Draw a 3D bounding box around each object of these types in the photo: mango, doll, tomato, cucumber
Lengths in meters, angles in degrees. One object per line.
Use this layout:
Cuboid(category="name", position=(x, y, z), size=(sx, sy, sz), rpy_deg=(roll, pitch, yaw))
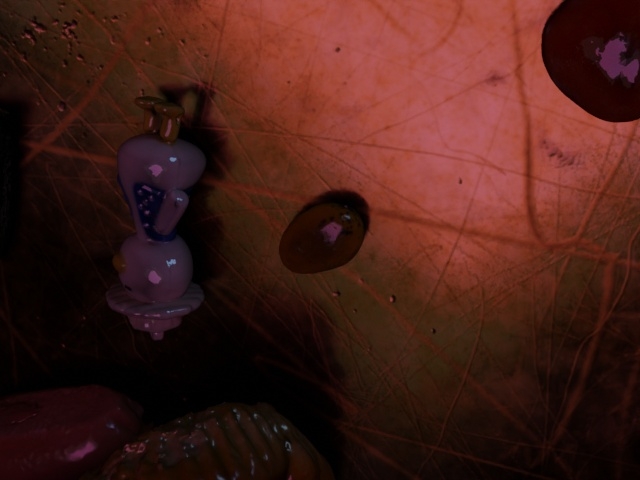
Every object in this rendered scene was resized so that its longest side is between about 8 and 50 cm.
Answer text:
Cuboid(category="mango", position=(0.000, 0.000, 1.153), size=(0.114, 0.057, 0.079), rpy_deg=(-34, 104, 28))
Cuboid(category="doll", position=(-0.192, -0.018, 1.154), size=(0.138, 0.119, 0.293), rpy_deg=(28, 120, 49))
Cuboid(category="tomato", position=(0.309, -0.195, 1.011), size=(0.155, 0.069, 0.156), rpy_deg=(3, 109, 10))
Cuboid(category="cucumber", position=(-0.403, -0.064, 1.212), size=(0.052, 0.058, 0.215), rpy_deg=(8, 113, 2))

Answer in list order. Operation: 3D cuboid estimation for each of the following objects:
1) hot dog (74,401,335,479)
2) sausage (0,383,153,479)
Cuboid(category="hot dog", position=(-0.164, 0.347, 1.175), size=(0.365, 0.367, 0.196), rpy_deg=(-42, 64, 12))
Cuboid(category="sausage", position=(-0.348, 0.264, 1.267), size=(0.279, 0.152, 0.152), rpy_deg=(-10, 107, 14))
